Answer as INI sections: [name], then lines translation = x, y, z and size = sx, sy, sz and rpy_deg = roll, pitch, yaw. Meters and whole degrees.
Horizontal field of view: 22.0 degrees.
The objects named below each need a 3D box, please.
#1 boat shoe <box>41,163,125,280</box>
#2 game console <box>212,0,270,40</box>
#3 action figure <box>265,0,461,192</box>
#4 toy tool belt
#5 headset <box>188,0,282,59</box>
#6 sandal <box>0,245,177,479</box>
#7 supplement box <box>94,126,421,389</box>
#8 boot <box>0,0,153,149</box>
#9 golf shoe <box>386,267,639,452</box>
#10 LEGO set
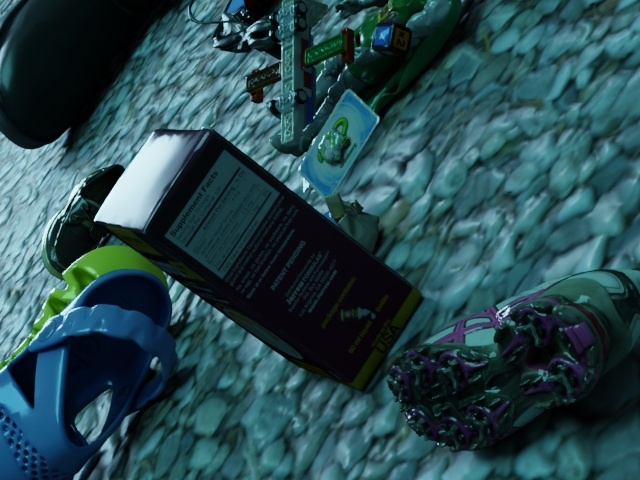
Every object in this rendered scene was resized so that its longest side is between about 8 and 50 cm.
[boat shoe]
translation = -0.240, -0.025, 1.677
size = 0.049, 0.056, 0.152
rpy_deg = -38, 26, 41
[game console]
translation = -0.082, -0.301, 1.745
size = 0.124, 0.085, 0.144
rpy_deg = -24, 35, 48
[action figure]
translation = 0.046, -0.159, 1.325
size = 0.232, 0.063, 0.137
rpy_deg = -44, 35, 27
[toy tool belt]
translation = 0.000, 0.000, 1.195
size = 0.083, 0.051, 0.052
rpy_deg = -38, 26, 31
[headset]
translation = -0.031, -0.371, 1.590
size = 0.185, 0.243, 0.394
rpy_deg = 13, 86, 62
[sandal]
translation = -0.222, 0.146, 1.320
size = 0.317, 0.126, 0.138
rpy_deg = -56, 27, -5
[supplement box]
translation = -0.041, 0.011, 1.080
size = 0.081, 0.188, 0.104
rpy_deg = -57, 23, -10
[boot]
translation = -0.196, -0.330, 1.959
size = 0.445, 0.146, 0.367
rpy_deg = -24, 37, 40
[golf shoe]
translation = 0.111, 0.065, 0.897
size = 0.086, 0.067, 0.186
rpy_deg = -29, 1, -37
[LEGO set]
translation = -0.015, -0.081, 1.283
size = 0.244, 0.060, 0.182
rpy_deg = -58, 44, 17
